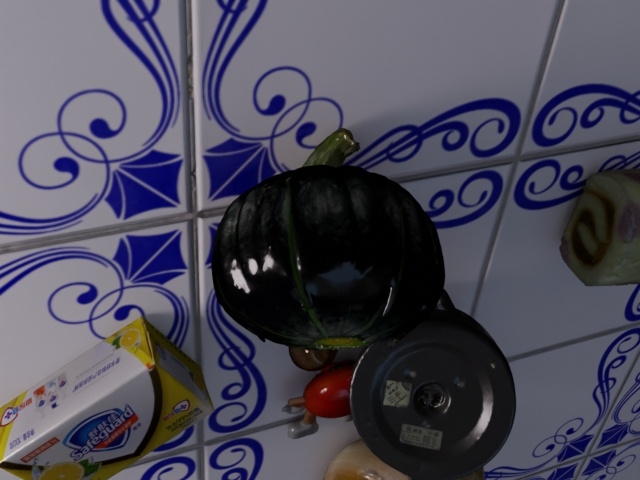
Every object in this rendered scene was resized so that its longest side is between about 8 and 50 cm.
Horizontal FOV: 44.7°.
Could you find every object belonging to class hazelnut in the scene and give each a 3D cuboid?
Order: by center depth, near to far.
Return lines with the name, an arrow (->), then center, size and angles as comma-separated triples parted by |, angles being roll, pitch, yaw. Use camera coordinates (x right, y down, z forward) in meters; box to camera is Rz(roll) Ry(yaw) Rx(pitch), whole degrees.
hazelnut -> -0.009, 0.166, 1.226 | 0.086, 0.086, 0.086 | -15, 134, -16

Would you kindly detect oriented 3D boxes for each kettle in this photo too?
kettle -> 0.172, 0.245, 1.208 | 0.228, 0.324, 0.321 | 2, 95, 8

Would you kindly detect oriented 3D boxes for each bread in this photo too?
bread -> 0.581, -0.023, 1.311 | 0.338, 0.155, 0.187 | -2, 125, -26

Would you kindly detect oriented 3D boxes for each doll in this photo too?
doll -> 0.022, 0.265, 1.325 | 0.183, 0.085, 0.217 | -14, 151, -16

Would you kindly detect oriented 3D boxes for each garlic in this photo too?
garlic -> 0.143, 0.509, 1.494 | 0.286, 0.250, 0.313 | 13, 158, -29

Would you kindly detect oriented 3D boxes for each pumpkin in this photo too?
pumpkin -> 0.000, 0.000, 0.990 | 0.295, 0.296, 0.296 | -15, 134, -16

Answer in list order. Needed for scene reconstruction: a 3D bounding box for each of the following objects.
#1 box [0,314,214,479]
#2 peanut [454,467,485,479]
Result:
box -> -0.309, 0.246, 1.114 | 0.265, 0.097, 0.168 | -32, 137, 1
peanut -> 0.254, 0.352, 1.388 | 0.136, 0.298, 0.120 | 15, 138, 12
